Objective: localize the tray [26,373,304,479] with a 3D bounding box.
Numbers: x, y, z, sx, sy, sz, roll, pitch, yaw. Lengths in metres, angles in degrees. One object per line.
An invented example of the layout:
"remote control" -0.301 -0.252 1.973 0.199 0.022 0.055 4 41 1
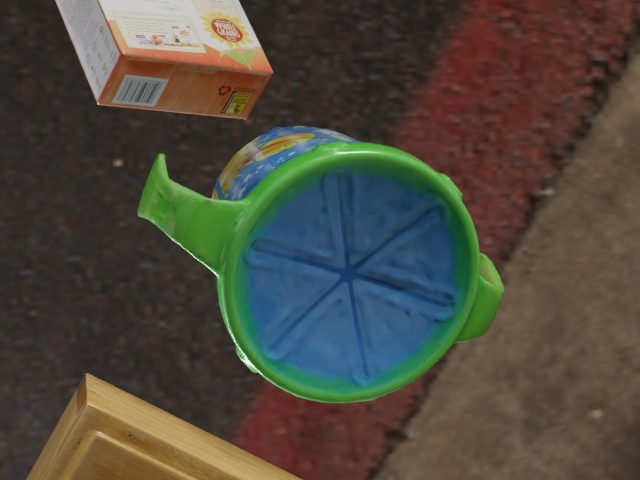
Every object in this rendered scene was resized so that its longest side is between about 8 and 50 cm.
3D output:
"tray" -0.034 0.281 1.393 0.203 0.411 0.076 -60 12 9

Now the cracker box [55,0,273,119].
"cracker box" -0.157 -0.217 1.770 0.067 0.156 0.232 -57 43 37

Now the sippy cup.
"sippy cup" 0.000 0.000 1.755 0.240 0.305 0.224 -36 24 -2
